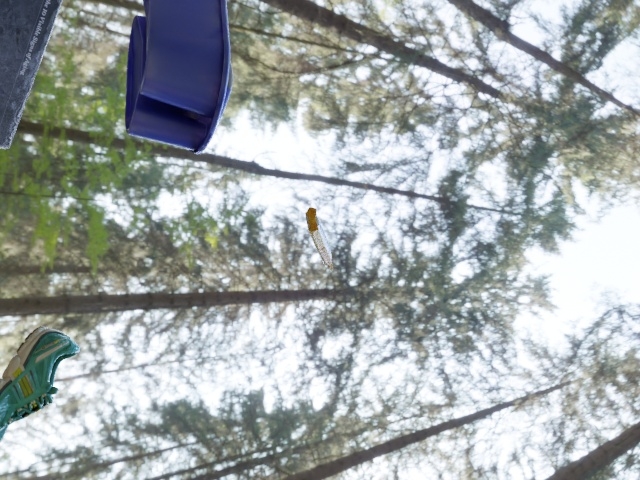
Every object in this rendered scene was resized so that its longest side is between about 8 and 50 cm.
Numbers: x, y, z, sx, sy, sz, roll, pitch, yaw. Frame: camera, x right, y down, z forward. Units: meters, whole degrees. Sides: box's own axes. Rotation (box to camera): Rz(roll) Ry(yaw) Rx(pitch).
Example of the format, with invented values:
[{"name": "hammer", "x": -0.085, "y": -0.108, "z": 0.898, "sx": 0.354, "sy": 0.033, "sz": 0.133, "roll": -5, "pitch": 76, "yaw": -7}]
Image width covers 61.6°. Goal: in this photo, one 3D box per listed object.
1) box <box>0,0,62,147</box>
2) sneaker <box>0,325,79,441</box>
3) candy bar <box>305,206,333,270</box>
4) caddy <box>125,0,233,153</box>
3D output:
[{"name": "box", "x": -0.819, "y": -0.451, "z": 1.033, "sx": 0.298, "sy": 0.472, "sz": 0.479, "roll": 35, "pitch": -73, "yaw": 13}, {"name": "sneaker", "x": -0.581, "y": 0.300, "z": 1.056, "sx": 0.107, "sy": 0.110, "sz": 0.275, "roll": -48, "pitch": -163, "yaw": 56}, {"name": "candy bar", "x": 0.000, "y": 0.000, "z": 0.789, "sx": 0.018, "sy": 0.161, "sz": 0.040, "roll": -11, "pitch": -115, "yaw": 5}, {"name": "caddy", "x": -0.246, "y": -0.325, "z": 0.986, "sx": 0.241, "sy": 0.179, "sz": 0.341, "roll": -43, "pitch": -132, "yaw": 50}]
